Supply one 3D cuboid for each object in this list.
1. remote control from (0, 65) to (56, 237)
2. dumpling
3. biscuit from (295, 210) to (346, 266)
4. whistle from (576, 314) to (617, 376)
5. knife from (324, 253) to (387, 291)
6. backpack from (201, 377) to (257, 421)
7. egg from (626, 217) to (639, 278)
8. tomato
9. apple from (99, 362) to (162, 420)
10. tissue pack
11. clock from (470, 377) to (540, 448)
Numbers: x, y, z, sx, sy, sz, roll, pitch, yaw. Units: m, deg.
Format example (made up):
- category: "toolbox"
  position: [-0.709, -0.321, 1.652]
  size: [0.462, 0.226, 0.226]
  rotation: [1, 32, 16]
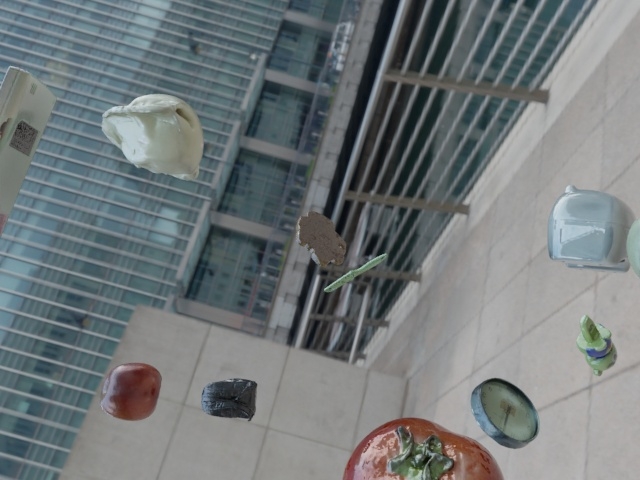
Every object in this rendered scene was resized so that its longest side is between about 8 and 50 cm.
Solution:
- category: "remote control"
  position: [-0.576, -0.132, 1.143]
  size: [0.145, 0.050, 0.343]
  rotation: [126, 164, -83]
- category: "dumpling"
  position: [-0.520, -0.322, 1.992]
  size: [0.395, 0.316, 0.233]
  rotation: [74, -151, -66]
- category: "biscuit"
  position: [0.000, 0.000, 2.288]
  size: [0.041, 0.209, 0.290]
  rotation: [-51, 21, 30]
- category: "whistle"
  position: [0.759, 0.283, 1.752]
  size: [0.105, 0.085, 0.227]
  rotation: [-53, -53, -22]
- category: "knife"
  position: [0.095, 0.088, 1.735]
  size: [0.207, 0.030, 0.014]
  rotation: [-33, 45, 19]
- category: "backpack"
  position: [-0.271, 0.473, 1.917]
  size: [0.106, 0.165, 0.119]
  rotation: [68, -152, -80]
- category: "egg"
  position: [0.848, 0.018, 1.563]
  size: [0.183, 0.217, 0.183]
  rotation: [-28, 37, 23]
- category: "tomato"
  position: [0.197, 0.511, 1.211]
  size: [0.321, 0.322, 0.321]
  rotation: [-164, 90, -90]
- category: "apple"
  position: [-0.586, 0.467, 1.983]
  size: [0.181, 0.169, 0.180]
  rotation: [-48, 31, 42]
- category: "tissue pack"
  position: [0.828, -0.031, 1.930]
  size: [0.333, 0.230, 0.235]
  rotation: [13, -96, -54]
- category: "clock"
  position: [0.567, 0.524, 1.953]
  size: [0.049, 0.226, 0.226]
  rotation: [-58, 10, 37]
